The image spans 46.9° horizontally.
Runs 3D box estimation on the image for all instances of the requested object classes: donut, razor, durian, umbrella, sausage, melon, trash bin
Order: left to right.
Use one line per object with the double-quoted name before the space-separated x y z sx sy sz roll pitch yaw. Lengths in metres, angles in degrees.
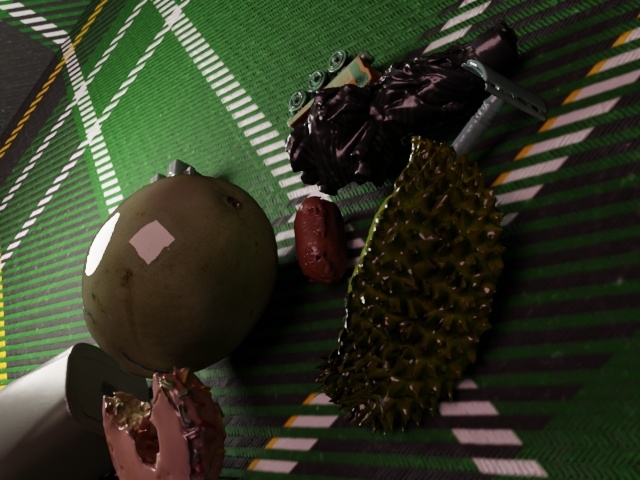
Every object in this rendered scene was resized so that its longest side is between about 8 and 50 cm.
"trash bin" -0.431 0.309 1.222 0.250 0.219 0.220 -35 45 20
"donut" -0.213 0.286 1.033 0.232 0.085 0.199 -26 80 41
"melon" -0.208 0.055 1.086 0.330 0.268 0.269 -52 36 31
"sausage" 0.000 0.000 1.036 0.076 0.076 0.141 -35 46 29
"umbrella" 0.112 -0.163 0.990 0.336 0.154 0.128 -17 20 20
"durian" 0.106 0.056 0.842 0.169 0.158 0.352 -141 69 -86
"razor" 0.168 -0.100 0.915 0.232 0.106 0.068 -57 34 24

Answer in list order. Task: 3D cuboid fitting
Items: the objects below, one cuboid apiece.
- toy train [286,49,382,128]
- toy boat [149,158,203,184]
"toy train" 0.021 -0.219 1.163 0.176 0.074 0.118 -40 44 22
"toy boat" -0.284 0.005 1.348 0.141 0.092 0.320 -29 48 38
